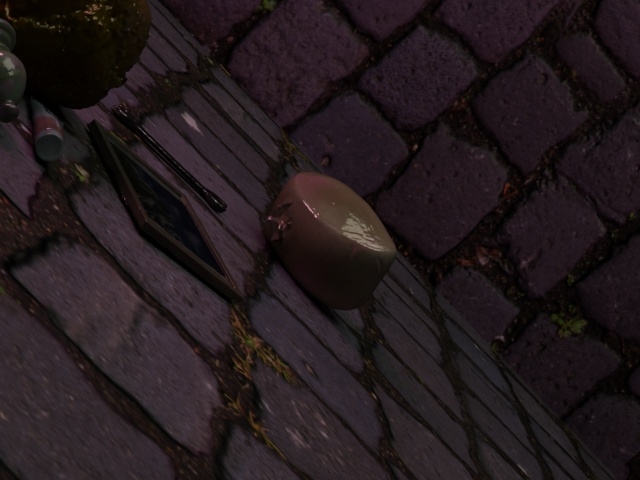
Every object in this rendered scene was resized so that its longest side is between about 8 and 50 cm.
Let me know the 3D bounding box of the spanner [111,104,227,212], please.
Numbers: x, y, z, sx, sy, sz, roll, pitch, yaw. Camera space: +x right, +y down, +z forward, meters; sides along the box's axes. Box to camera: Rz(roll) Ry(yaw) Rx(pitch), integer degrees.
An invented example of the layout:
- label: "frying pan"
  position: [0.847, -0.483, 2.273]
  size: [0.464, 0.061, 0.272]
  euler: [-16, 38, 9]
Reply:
- label: "spanner"
  position: [-0.239, -0.130, 2.295]
  size: [0.254, 0.015, 0.054]
  euler: [44, 9, -20]

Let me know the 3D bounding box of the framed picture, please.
- label: "framed picture"
  position: [-0.214, -0.040, 1.970]
  size: [0.209, 0.019, 0.281]
  euler: [41, 10, -41]

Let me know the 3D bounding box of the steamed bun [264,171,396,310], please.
- label: "steamed bun"
  position: [0.000, 0.000, 2.428]
  size: [0.152, 0.170, 0.238]
  euler: [1, 39, -47]

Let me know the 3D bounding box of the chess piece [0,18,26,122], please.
- label: "chess piece"
  position: [-0.403, -0.244, 1.694]
  size: [0.139, 0.139, 0.271]
  euler: [35, 26, -57]

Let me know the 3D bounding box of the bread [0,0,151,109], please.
- label: "bread"
  position: [-0.333, -0.283, 1.905]
  size: [0.246, 0.195, 0.176]
  euler: [37, 8, -50]

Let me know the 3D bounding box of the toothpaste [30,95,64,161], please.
- label: "toothpaste"
  position: [-0.335, -0.138, 1.772]
  size: [0.056, 0.036, 0.205]
  euler: [45, 4, -20]
